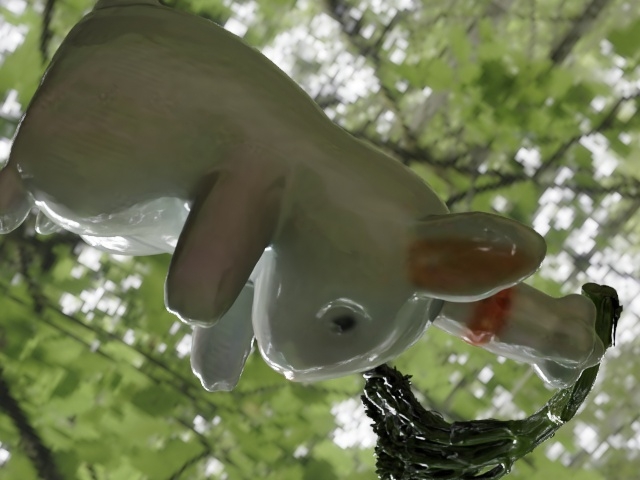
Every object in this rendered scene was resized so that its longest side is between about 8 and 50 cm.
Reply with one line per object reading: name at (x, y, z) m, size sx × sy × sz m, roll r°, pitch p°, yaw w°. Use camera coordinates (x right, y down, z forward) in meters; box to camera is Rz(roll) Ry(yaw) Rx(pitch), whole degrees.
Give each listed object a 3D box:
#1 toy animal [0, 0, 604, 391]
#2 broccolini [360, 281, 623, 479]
toy animal at (-0.014, 0.007, 0.747) m, size 0.282 × 0.138 × 0.140 m, roll 35°, pitch 173°, yaw 8°
broccolini at (0.105, 0.089, 1.095) m, size 0.123 × 0.271 × 0.062 m, roll 41°, pitch -134°, yaw 4°
